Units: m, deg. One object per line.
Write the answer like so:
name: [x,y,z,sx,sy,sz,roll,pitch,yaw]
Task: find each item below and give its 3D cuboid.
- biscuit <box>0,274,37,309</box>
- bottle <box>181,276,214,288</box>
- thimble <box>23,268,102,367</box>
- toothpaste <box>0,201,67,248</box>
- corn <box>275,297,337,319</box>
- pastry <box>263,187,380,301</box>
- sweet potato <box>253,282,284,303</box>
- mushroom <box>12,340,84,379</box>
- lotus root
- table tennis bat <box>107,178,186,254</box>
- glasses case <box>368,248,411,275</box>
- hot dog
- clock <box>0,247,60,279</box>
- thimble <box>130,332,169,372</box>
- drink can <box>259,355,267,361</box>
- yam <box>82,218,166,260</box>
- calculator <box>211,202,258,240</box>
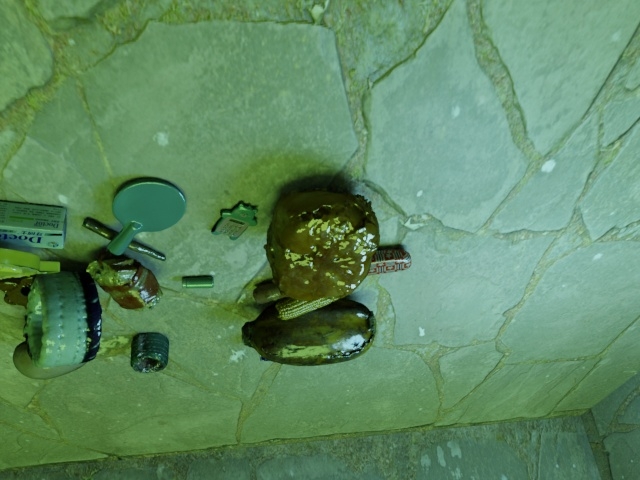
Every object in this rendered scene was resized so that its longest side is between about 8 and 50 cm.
biscuit: [-0.736,0.150,1.611,0.179,0.039,0.236,-13,149,8]
bottle: [-0.328,0.114,1.631,0.083,0.030,0.030,-1,148,-7]
thimble: [-0.630,0.188,1.493,0.150,0.237,0.237,1,150,-37]
toothpaste: [-0.716,-0.042,1.279,0.336,0.067,0.081,6,149,-19]
corn: [-0.028,0.162,1.699,0.207,0.068,0.068,-22,148,-6]
pastry: [0.000,0.000,1.390,0.255,0.162,0.311,13,134,-12]
sweet potato: [-0.065,0.103,1.636,0.281,0.059,0.067,-29,151,33]
mushroom: [-0.754,0.297,1.728,0.226,0.178,0.226,-8,-179,0]
lotus root: [-0.030,0.266,1.781,0.397,0.196,0.179,-2,143,-2]
table tennis bat: [-0.397,-0.048,1.337,0.153,0.040,0.244,22,129,-36]
glasses case: [0.142,0.055,1.608,0.194,0.049,0.073,-7,147,1]
hot dog: [-0.482,0.097,1.519,0.146,0.103,0.213,4,141,24]
clock: [-0.760,0.038,1.331,0.277,0.071,0.293,-6,171,21]
thimble: [-0.538,0.356,1.922,0.118,0.090,0.135,2,145,-18]
drink can: [-0.080,0.336,1.972,0.235,0.097,0.097,-4,148,-4]
yam: [-0.455,0.003,1.437,0.029,0.027,0.234,-50,137,8]
calculator: [-0.197,-0.043,1.418,0.094,0.019,0.141,17,141,-29]
